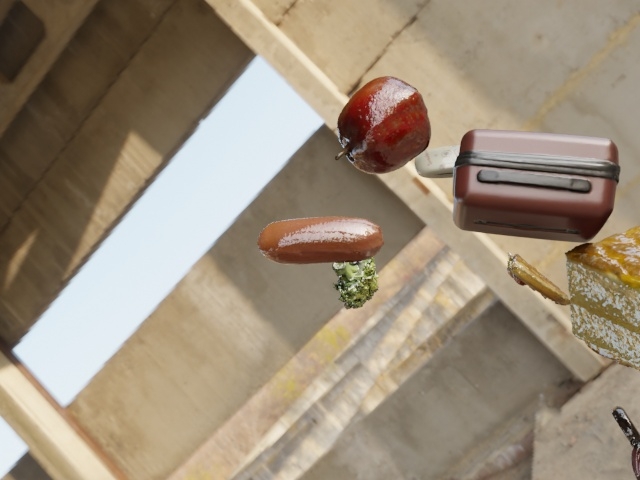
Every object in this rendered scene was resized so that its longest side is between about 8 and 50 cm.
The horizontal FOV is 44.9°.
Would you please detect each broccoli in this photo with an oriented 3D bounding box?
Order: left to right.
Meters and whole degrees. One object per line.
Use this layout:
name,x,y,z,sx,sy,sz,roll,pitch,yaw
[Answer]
broccoli,0.058,0.059,1.311,0.097,0.092,0.095,-41,38,-2

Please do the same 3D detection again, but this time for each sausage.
sausage,0.000,0.000,1.191,0.194,0.077,0.077,-2,-4,3

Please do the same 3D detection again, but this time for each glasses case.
glasses case,0.329,-0.192,1.871,0.051,0.204,0.081,71,-164,-51

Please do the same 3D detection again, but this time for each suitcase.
suitcase,0.399,-0.101,1.471,0.236,0.297,0.161,60,-141,-72

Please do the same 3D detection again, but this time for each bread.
bread,0.646,0.101,1.431,0.279,0.207,0.279,-17,20,-20

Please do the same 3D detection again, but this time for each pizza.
pizza,0.277,0.057,0.997,0.029,0.099,0.100,-53,-6,14

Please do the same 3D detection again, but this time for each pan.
pan,0.654,0.424,1.616,0.040,0.115,0.212,-31,13,20

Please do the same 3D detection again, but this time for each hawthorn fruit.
hawthorn fruit,0.133,-0.257,1.788,0.249,0.215,0.215,-30,-6,-5
